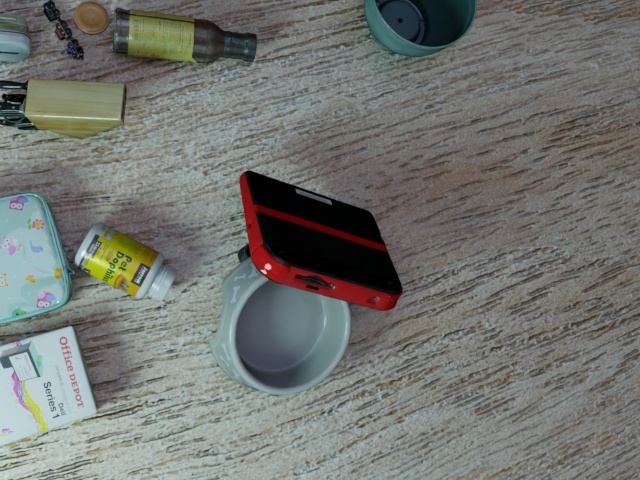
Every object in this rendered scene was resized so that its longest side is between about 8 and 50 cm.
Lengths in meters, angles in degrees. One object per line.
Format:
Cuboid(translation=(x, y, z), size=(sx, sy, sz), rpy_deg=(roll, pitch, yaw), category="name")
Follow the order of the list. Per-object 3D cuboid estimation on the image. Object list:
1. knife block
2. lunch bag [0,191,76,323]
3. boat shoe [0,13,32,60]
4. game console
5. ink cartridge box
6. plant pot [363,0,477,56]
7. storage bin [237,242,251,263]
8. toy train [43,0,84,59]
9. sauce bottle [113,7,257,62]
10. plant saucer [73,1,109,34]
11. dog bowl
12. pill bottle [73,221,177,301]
Cuboid(translation=(-0.597, -0.304, 1.647), size=(0.242, 0.275, 0.088), rpy_deg=(12, 76, -46), category="knife block")
Cuboid(translation=(-0.663, 0.044, 1.630), size=(0.224, 0.108, 0.279), rpy_deg=(-15, 86, -17), category="lunch bag")
Cuboid(translation=(-0.813, -0.467, 1.685), size=(0.302, 0.109, 0.094), rpy_deg=(0, 66, -26), category="boat shoe")
Cuboid(translation=(0.000, 0.000, 1.745), size=(0.386, 0.060, 0.342), rpy_deg=(18, 33, -28), category="game console")
Cuboid(translation=(-0.637, 0.315, 1.592), size=(0.278, 0.117, 0.201), rpy_deg=(-16, 86, -20), category="ink cartridge box")
Cuboid(translation=(0.237, -0.609, 1.973), size=(0.293, 0.196, 0.293), rpy_deg=(3, 80, -16), category="plant pot")
Cuboid(translation=(-0.097, 0.035, 1.825), size=(0.180, 0.084, 0.122), rpy_deg=(-29, 91, -19), category="storage bin")
Cuboid(translation=(-0.613, -0.498, 1.779), size=(0.036, 0.027, 0.158), rpy_deg=(-32, 91, -16), category="toy train")
Cuboid(translation=(-0.328, -0.490, 1.823), size=(0.344, 0.111, 0.111), rpy_deg=(4, 80, -16), category="sauce bottle")
Cuboid(translation=(-0.555, -0.540, 1.811), size=(0.083, 0.013, 0.083), rpy_deg=(3, 81, -17), category="plant saucer")
Cuboid(translation=(-0.082, 0.198, 1.736), size=(0.348, 0.102, 0.349), rpy_deg=(-5, 101, -26), category="dog bowl")
Cuboid(translation=(-0.438, 0.055, 1.696), size=(0.215, 0.117, 0.117), rpy_deg=(28, 74, -11), category="pill bottle")
